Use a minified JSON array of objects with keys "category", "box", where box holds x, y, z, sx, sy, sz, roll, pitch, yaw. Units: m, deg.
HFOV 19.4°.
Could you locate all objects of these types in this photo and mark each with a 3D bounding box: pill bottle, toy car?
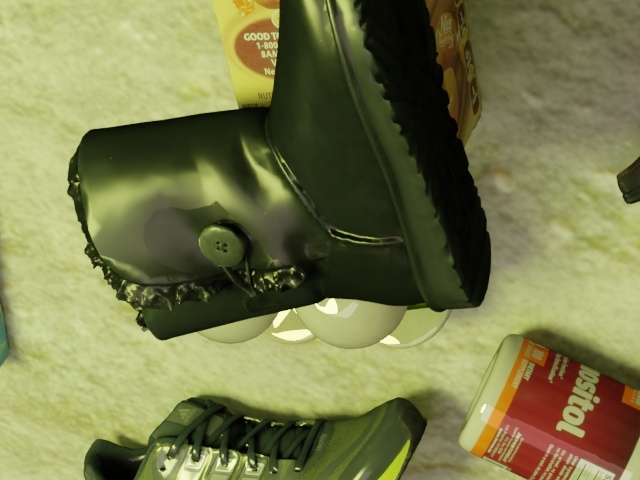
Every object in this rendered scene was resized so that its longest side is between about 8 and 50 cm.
[{"category":"pill bottle","box":[0.175,0.129,1.241,0.152,0.086,0.086,25,128,3]},{"category":"toy car","box":[0.000,0.000,1.202,0.182,0.159,0.136,1,87,21]}]

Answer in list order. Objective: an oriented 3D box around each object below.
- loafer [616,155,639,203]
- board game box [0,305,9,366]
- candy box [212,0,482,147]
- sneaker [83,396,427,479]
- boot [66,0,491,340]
[{"category":"loafer","box":[0.232,-0.083,1.097,0.170,0.062,0.061,-41,80,34]},{"category":"board game box","box":[-0.320,-0.003,1.374,0.160,0.039,0.212,8,125,16]},{"category":"candy box","box":[0.009,-0.163,1.041,0.087,0.183,0.316,1,123,20]},{"category":"sneaker","box":[-0.058,0.168,1.350,0.300,0.111,0.121,-24,108,31]},{"category":"boot","box":[-0.039,-0.053,0.957,0.207,0.094,0.246,-5,127,20]}]
